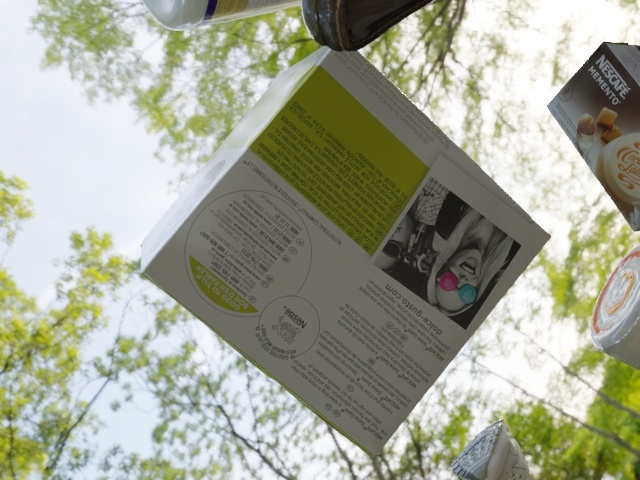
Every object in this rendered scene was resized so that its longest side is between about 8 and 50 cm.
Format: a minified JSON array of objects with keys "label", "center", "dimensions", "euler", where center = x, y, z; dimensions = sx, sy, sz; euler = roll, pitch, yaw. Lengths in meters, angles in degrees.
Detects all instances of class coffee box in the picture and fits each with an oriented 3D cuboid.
[{"label":"coffee box","center":[0.000,0.000,0.916],"dimensions":[0.338,0.337,0.334],"euler":[41,-95,-14]},{"label":"coffee box","center":[0.465,-0.155,1.043],"dimensions":[0.098,0.247,0.141],"euler":[-8,-29,-34]}]

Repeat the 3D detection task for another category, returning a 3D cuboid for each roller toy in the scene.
[{"label":"roller toy","center":[0.522,0.110,1.079],"dimensions":[0.191,0.146,0.209],"euler":[-64,-4,10]}]

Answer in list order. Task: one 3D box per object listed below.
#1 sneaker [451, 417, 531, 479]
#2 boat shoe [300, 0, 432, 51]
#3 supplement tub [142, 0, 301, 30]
[{"label":"sneaker","center":[0.320,0.396,1.254],"dimensions":[0.111,0.129,0.297],"euler":[-42,-19,14]},{"label":"boat shoe","center":[0.129,-0.275,0.545],"dimensions":[0.355,0.130,0.132],"euler":[-48,-26,-10]},{"label":"supplement tub","center":[-0.095,-0.450,1.019],"dimensions":[0.331,0.241,0.241],"euler":[-22,-51,-27]}]
